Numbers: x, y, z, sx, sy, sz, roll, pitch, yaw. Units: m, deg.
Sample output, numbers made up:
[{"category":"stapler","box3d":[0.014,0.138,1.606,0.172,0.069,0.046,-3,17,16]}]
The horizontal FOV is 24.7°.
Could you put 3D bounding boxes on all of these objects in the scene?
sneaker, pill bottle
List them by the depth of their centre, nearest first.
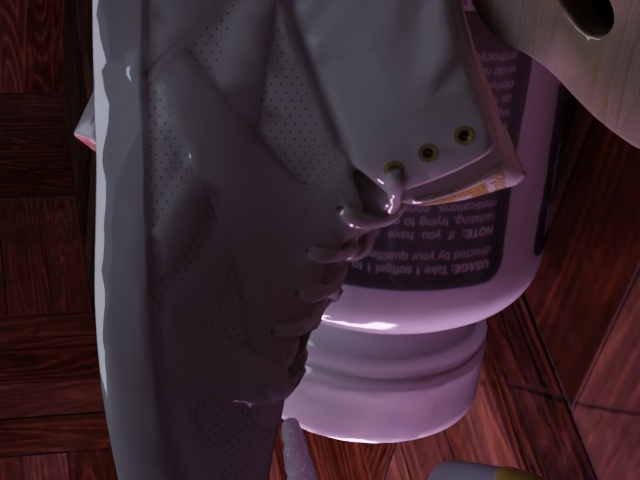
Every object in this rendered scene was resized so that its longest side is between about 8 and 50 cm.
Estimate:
[{"category":"sneaker","box3d":[0.000,0.000,0.602,0.108,0.169,0.292,-45,-46,-79]},{"category":"pill bottle","box3d":[0.037,-0.062,0.753,0.176,0.176,0.318,-120,31,-59]}]

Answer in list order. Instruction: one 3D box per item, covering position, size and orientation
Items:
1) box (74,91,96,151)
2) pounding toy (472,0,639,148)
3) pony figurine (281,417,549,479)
[{"category":"box","box3d":[-0.039,-0.025,0.905,0.067,0.063,0.324,-65,-27,-10]},{"category":"pounding toy","box3d":[0.154,-0.179,0.510,0.154,0.155,0.269,29,136,39]},{"category":"pony figurine","box3d":[0.062,0.246,0.619,0.363,0.303,0.351,-14,74,56]}]
